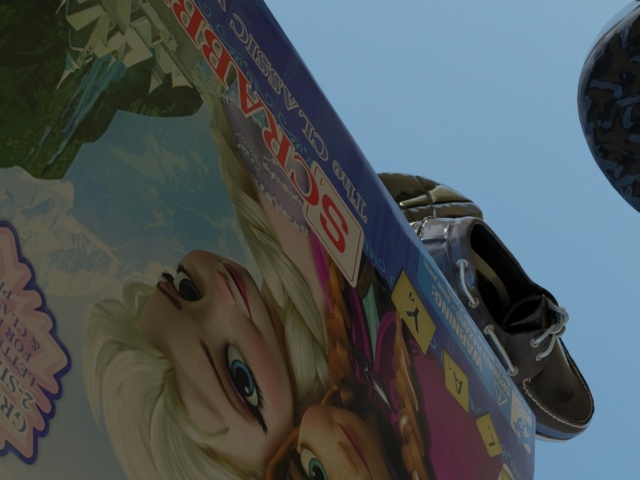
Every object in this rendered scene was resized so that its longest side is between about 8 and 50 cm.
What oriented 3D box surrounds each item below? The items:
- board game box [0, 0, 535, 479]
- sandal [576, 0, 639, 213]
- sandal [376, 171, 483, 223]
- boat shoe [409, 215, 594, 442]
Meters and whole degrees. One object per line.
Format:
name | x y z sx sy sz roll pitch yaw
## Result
board game box | -0.034 0.055 0.518 0.318 0.066 0.318 55 -155 -25
sandal | 0.333 -0.152 0.800 0.167 0.446 0.107 63 -159 -10
sandal | 0.002 0.001 1.379 0.303 0.086 0.120 0 -147 -28
boat shoe | 0.129 0.061 1.088 0.206 0.065 0.075 47 -135 -25
